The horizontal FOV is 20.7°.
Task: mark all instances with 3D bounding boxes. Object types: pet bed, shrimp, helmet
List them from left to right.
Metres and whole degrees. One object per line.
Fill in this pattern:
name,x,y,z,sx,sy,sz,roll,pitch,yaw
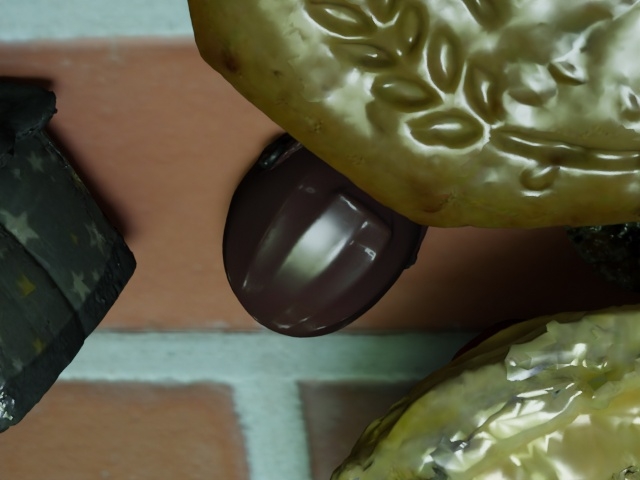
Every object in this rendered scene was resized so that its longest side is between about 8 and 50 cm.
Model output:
pet bed,-0.218,0.013,0.860,0.183,0.211,0.159,-24,107,25
helmet,0.000,0.000,0.894,0.098,0.070,0.123,36,124,-13
shrimp,0.173,-0.039,0.857,0.091,0.034,0.161,23,125,-5

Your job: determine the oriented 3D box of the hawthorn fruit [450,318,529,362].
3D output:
hawthorn fruit,0.104,0.091,0.936,0.081,0.081,0.093,9,143,4

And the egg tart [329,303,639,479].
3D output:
egg tart,0.164,0.163,0.868,0.352,0.150,0.352,-10,139,-9

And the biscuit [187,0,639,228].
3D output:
biscuit,0.094,-0.155,0.767,0.359,0.046,0.359,6,119,12
